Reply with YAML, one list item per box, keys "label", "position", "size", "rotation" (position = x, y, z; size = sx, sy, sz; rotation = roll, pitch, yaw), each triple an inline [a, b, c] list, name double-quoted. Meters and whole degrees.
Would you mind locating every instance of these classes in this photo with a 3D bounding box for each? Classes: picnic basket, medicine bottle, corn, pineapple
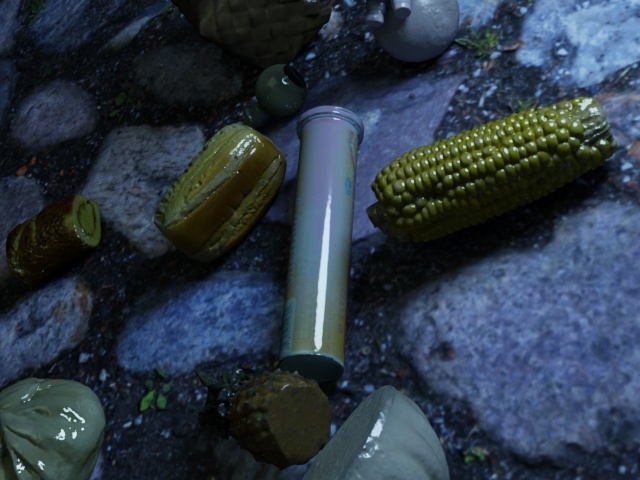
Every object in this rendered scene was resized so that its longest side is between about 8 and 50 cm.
- label: "picnic basket"
  position: [-0.109, -0.492, 1.801]
  size: [0.321, 0.254, 0.291]
  rotation: [-54, 42, 13]
- label: "medicine bottle"
  position: [0.000, 0.000, 1.457]
  size: [0.108, 0.108, 0.426]
  rotation: [-16, 52, 30]
- label: "corn"
  position: [0.216, -0.092, 1.323]
  size: [0.347, 0.130, 0.130]
  rotation: [-23, 47, 20]
- label: "pineapple"
  position: [-0.091, 0.227, 1.328]
  size: [0.248, 0.128, 0.128]
  rotation: [1, 59, 56]

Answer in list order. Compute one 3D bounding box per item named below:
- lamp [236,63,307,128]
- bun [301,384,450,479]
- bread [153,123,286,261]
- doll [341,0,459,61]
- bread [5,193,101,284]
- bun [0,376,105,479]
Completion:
- label: "lamp"
  position: [-0.096, -0.234, 1.735]
  size: [0.163, 0.091, 0.091]
  rotation: [-42, 39, 31]
- label: "bun"
  position: [0.067, 0.313, 1.123]
  size: [0.263, 0.175, 0.263]
  rotation: [-55, 1, 2]
- label: "bread"
  position: [-0.157, -0.077, 1.614]
  size: [0.236, 0.140, 0.106]
  rotation: [-52, 38, -5]
- label: "doll"
  position: [0.102, -0.399, 1.533]
  size: [0.151, 0.287, 0.151]
  rotation: [-24, 46, 28]
- label: "bread"
  position: [-0.505, -0.005, 1.875]
  size: [0.172, 0.103, 0.132]
  rotation: [-27, 49, 18]
- label: "bun"
  position: [-0.454, 0.318, 1.548]
  size: [0.259, 0.160, 0.259]
  rotation: [-22, 45, 24]
